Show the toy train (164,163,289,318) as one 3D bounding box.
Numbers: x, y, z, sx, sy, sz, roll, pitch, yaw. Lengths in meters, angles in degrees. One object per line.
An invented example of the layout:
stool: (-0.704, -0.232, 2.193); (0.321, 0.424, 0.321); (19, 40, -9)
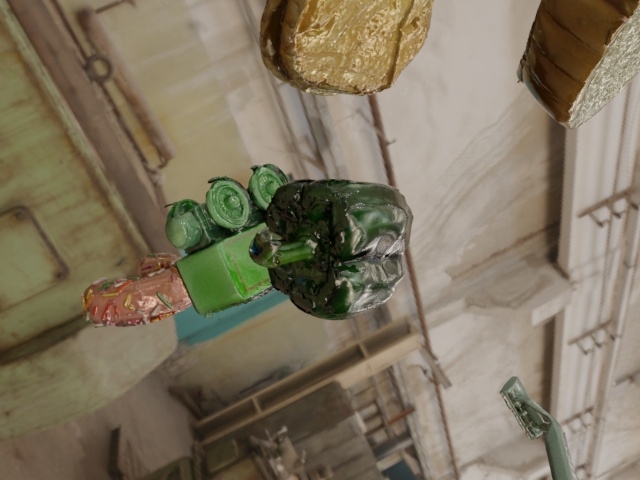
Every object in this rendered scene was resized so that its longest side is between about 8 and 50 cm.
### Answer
toy train: (-0.119, -0.005, 1.055); (0.243, 0.132, 0.188); (-29, 96, -52)

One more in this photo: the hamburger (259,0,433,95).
hamburger: (0.043, -0.352, 1.116); (0.283, 0.259, 0.144); (9, 29, -38)

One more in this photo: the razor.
razor: (0.302, 0.299, 0.873); (0.111, 0.056, 0.278); (56, 15, -27)

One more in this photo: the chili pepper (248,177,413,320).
chili pepper: (0.000, 0.000, 0.856); (0.165, 0.261, 0.173); (39, -62, 42)

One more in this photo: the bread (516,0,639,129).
bread: (0.248, -0.199, 0.538); (0.070, 0.236, 0.236); (45, -11, 17)

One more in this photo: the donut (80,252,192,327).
donut: (-0.327, 0.089, 1.315); (0.233, 0.199, 0.085); (-38, 124, -61)
